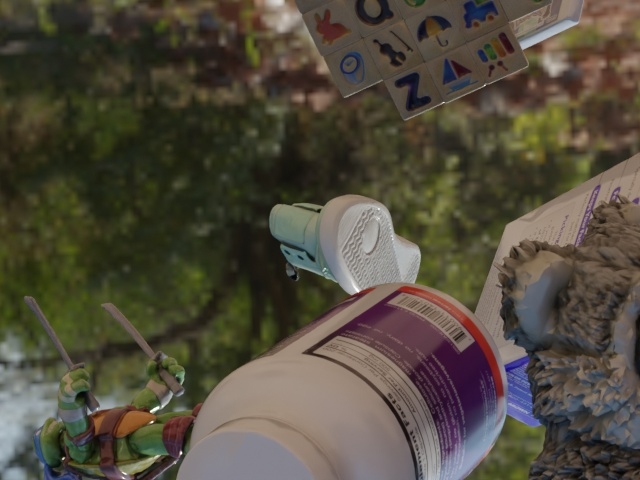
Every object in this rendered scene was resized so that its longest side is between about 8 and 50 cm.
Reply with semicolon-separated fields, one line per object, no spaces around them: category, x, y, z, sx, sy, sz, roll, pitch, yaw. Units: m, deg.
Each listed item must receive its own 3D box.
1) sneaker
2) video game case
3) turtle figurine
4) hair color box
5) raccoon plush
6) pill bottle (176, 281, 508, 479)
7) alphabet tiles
sneaker;0.000;0.001;1.787;0.151;0.094;0.256;17;172;19
video game case;0.312;-0.357;2.373;0.023;0.183;0.201;19;166;-18
turtle figurine;-0.197;0.162;1.944;0.266;0.275;0.198;3;154;19
hair color box;0.259;0.040;1.554;0.110;0.185;0.339;27;157;-13
raccoon plush;0.150;0.183;1.201;0.446;0.299;0.216;-39;172;23
pill bottle;0.017;0.154;1.369;0.181;0.182;0.323;-3;-168;26
alphabet tiles;0.099;-0.326;2.076;0.285;0.343;0.011;-23;-169;21
